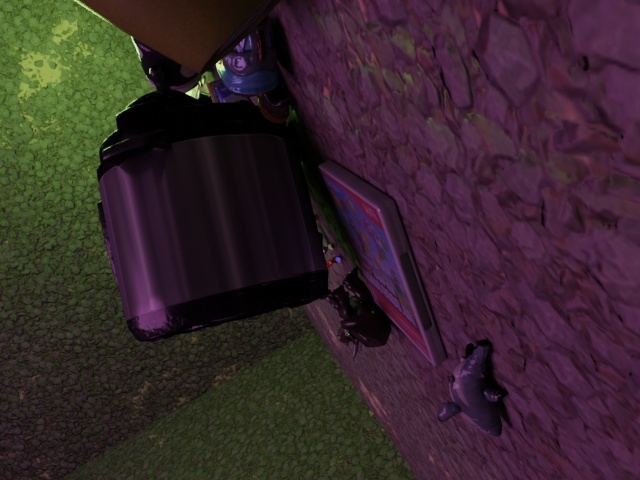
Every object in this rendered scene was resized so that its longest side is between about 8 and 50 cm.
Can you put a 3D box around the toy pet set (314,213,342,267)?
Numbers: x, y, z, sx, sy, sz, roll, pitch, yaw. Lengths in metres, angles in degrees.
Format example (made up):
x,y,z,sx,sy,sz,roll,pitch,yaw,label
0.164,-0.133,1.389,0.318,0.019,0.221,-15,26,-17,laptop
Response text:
x,y,z,sx,sy,sz,roll,pitch,yaw,label
0.000,0.000,1.122,0.114,0.065,0.122,-29,93,47,toy pet set

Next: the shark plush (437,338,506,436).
x,y,z,sx,sy,sz,roll,pitch,yaw,label
0.195,0.170,0.583,0.067,0.073,0.161,28,131,38,shark plush

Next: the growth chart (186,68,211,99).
x,y,z,sx,sy,sz,roll,pitch,yaw,label
-0.417,-0.491,1.561,0.237,0.021,0.172,-53,51,35,growth chart

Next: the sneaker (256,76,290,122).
x,y,z,sx,sy,sz,roll,pitch,yaw,label
-0.092,-0.266,0.770,0.158,0.061,0.065,53,155,2,sneaker

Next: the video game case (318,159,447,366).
x,y,z,sx,sy,sz,roll,pitch,yaw,label
0.091,0.031,0.726,0.204,0.025,0.285,47,164,59,video game case

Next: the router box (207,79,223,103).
x,y,z,sx,sy,sz,roll,pitch,yaw,label
-0.273,-0.365,1.394,0.133,0.046,0.179,-138,32,-67,router box

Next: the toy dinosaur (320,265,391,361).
x,y,z,sx,sy,sz,roll,pitch,yaw,label
0.084,0.143,0.926,0.160,0.121,0.313,50,169,1,toy dinosaur

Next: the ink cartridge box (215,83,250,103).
x,y,z,sx,sy,sz,roll,pitch,yaw,label
-0.169,-0.258,1.197,0.311,0.065,0.186,60,171,18,ink cartridge box

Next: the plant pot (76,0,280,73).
x,y,z,sx,sy,sz,roll,pitch,yaw,label
-0.173,-0.322,0.465,0.293,0.275,0.275,46,176,-17,plant pot

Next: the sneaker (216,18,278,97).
x,y,z,sx,sy,sz,roll,pitch,yaw,label
-0.131,-0.330,0.702,0.262,0.104,0.125,52,151,26,sneaker

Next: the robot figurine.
x,y,z,sx,sy,sz,roll,pitch,yaw,label
-0.429,-0.541,1.380,0.173,0.209,0.278,44,160,14,robot figurine

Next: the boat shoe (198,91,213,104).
x,y,z,sx,sy,sz,roll,pitch,yaw,label
-0.378,-0.433,1.621,0.113,0.127,0.340,52,-174,-30,boat shoe

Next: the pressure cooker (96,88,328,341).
x,y,z,sx,sy,sz,roll,pitch,yaw,label
-0.194,-0.057,0.886,0.370,0.375,0.421,-25,77,62,pressure cooker
